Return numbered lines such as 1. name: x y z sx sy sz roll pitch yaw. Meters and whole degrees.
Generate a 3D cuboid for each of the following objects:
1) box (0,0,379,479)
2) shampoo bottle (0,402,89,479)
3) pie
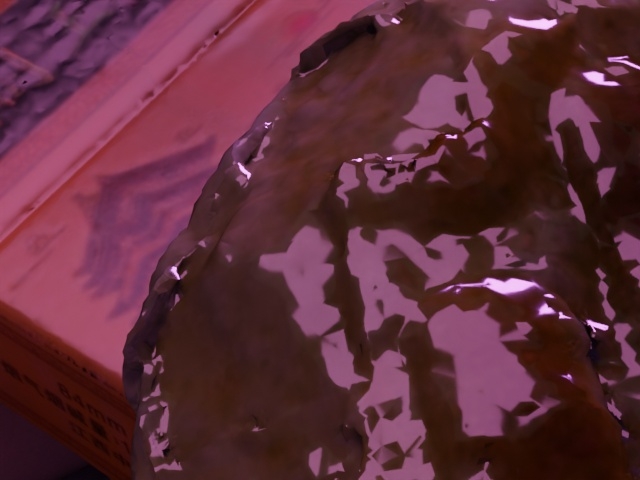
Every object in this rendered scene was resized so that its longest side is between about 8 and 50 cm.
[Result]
1. box: 0.000 0.000 0.464 0.274 0.076 0.174 30 60 24
2. shampoo bottle: -0.036 0.005 0.589 0.257 0.078 0.127 -32 29 -32
3. pie: 0.100 0.044 0.339 0.306 0.071 0.306 4 60 -6
